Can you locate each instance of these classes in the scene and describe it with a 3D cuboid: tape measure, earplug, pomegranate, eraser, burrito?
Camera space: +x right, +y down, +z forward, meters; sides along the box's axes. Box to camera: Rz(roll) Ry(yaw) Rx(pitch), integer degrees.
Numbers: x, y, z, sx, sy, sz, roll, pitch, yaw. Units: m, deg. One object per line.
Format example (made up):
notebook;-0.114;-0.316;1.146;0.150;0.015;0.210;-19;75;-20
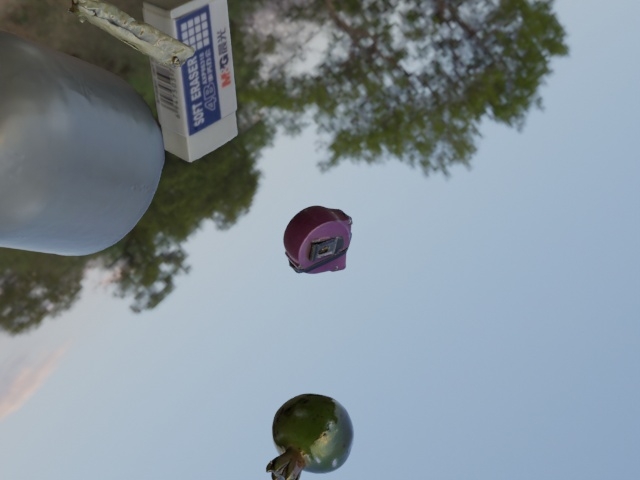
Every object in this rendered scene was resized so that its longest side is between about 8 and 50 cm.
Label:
tape measure;0.000;0.000;1.713;0.125;0.118;0.074;-14;-141;-31
earplug;-0.446;-0.141;1.446;0.312;0.313;0.394;-37;168;10
pomegranate;-0.018;0.270;1.322;0.114;0.114;0.142;-25;-162;43
eraser;-0.215;-0.282;1.668;0.081;0.279;0.124;26;-135;32
burrito;-0.262;-0.293;1.394;0.045;0.185;0.041;-3;-114;54
